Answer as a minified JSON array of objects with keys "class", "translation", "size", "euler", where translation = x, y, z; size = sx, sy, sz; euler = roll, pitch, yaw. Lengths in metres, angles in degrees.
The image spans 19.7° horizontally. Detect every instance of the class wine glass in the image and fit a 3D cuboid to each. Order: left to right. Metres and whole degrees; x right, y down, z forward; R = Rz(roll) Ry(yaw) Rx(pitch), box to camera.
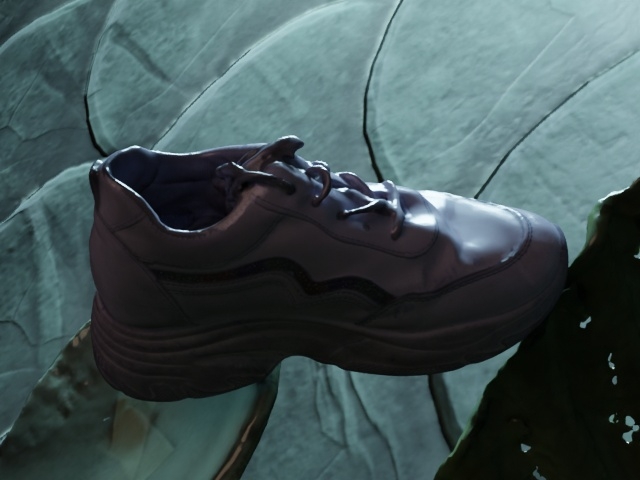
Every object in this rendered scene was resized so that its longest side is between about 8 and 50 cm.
[{"class":"wine glass","translation":[0.009,0.207,1.111],"size":[0.267,0.406,0.267],"euler":[-27,39,24]}]

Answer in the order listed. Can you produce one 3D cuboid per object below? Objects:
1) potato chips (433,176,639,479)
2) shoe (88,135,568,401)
[{"class":"potato chips","translation":[0.269,0.120,1.006],"size":[0.373,0.389,0.097],"euler":[-55,11,-5]},{"class":"shoe","translation":[0.000,0.000,0.906],"size":[0.245,0.137,0.095],"euler":[-8,48,-1]}]
